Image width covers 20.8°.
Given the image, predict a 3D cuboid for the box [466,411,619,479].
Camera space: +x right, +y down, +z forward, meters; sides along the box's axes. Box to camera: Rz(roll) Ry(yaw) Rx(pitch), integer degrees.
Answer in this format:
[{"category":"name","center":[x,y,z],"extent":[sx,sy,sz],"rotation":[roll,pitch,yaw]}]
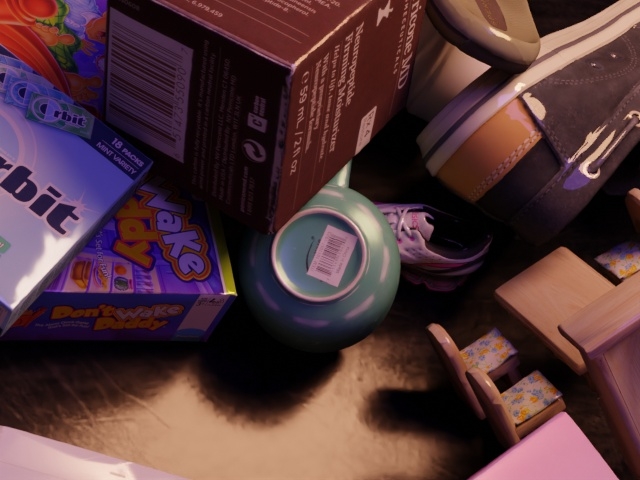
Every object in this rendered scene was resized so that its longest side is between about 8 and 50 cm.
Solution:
[{"category":"box","center":[0.071,0.253,1.169],"extent":[0.213,0.243,0.117],"rotation":[-27,77,-47]}]

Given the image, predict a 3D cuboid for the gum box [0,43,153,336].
[{"category":"gum box","center":[-0.237,-0.043,1.269],"extent":[0.157,0.041,0.184],"rotation":[38,49,2]}]

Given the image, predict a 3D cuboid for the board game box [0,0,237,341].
[{"category":"board game box","center":[-0.217,-0.088,1.390],"extent":[0.233,0.078,0.347],"rotation":[1,58,-26]}]

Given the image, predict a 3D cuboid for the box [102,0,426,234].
[{"category":"box","center":[-0.042,-0.148,1.332],"extent":[0.167,0.168,0.203],"rotation":[28,47,19]}]

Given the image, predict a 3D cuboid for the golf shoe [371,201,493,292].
[{"category":"golf shoe","center":[0.055,-0.009,1.471],"extent":[0.186,0.086,0.067],"rotation":[7,58,-21]}]

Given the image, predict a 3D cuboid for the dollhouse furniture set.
[{"category":"dollhouse furniture set","center":[0.212,0.059,1.341],"extent":[0.212,0.161,0.242],"rotation":[-33,33,-7]}]

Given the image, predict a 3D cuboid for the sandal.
[{"category":"sandal","center":[0.125,-0.257,1.453],"extent":[0.120,0.086,0.302],"rotation":[8,40,-29]}]

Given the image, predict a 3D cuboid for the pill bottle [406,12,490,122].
[{"category":"pill bottle","center":[0.023,-0.228,1.554],"extent":[0.283,0.161,0.161],"rotation":[29,50,-6]}]

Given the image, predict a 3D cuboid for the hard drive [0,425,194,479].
[{"category":"hard drive","center":[-0.165,0.290,1.182],"extent":[0.203,0.040,0.307],"rotation":[18,51,-15]}]

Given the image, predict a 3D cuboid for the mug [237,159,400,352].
[{"category":"mug","center":[-0.006,0.007,1.381],"extent":[0.129,0.097,0.157],"rotation":[-24,81,-4]}]

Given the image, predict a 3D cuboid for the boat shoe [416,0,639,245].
[{"category":"boat shoe","center":[0.280,-0.126,1.586],"extent":[0.156,0.187,0.500],"rotation":[50,42,9]}]
